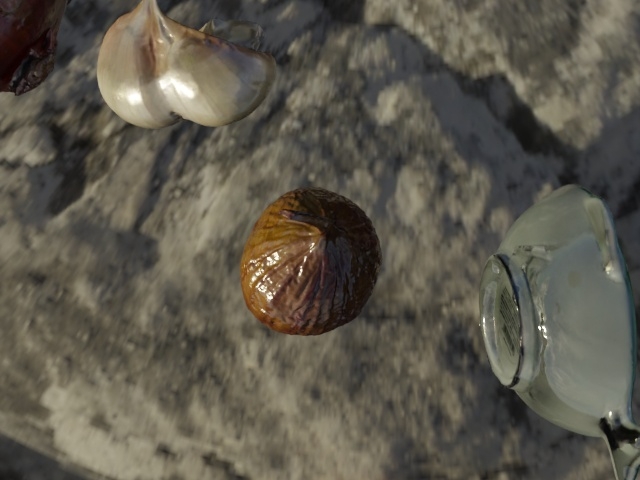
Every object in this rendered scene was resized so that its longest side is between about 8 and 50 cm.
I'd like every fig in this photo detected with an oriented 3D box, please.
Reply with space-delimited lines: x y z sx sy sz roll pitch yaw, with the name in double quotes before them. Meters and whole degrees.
"fig" 0.000 0.000 1.605 0.133 0.201 0.146 13 63 -5

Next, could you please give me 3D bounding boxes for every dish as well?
"dish" 0.176 0.071 1.319 0.078 0.246 0.224 -6 147 -12

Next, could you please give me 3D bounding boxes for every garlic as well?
"garlic" -0.115 -0.153 1.494 0.174 0.099 0.124 12 76 40

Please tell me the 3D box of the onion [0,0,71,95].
"onion" -0.440 -0.275 1.868 0.341 0.341 0.341 1 106 2
